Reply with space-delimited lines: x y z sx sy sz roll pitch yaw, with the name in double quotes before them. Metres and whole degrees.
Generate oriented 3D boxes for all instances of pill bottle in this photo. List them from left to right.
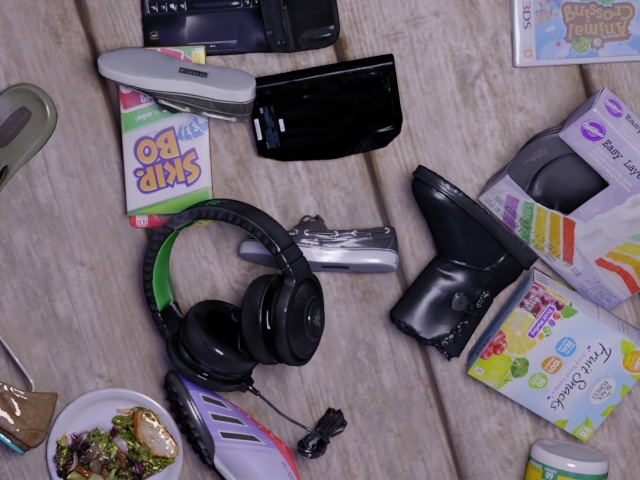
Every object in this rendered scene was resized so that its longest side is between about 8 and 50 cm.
"pill bottle" 0.344 0.405 1.799 0.118 0.117 0.208 10 97 -3

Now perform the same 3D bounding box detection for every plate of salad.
"plate of salad" -0.301 0.315 1.804 0.200 0.048 0.199 0 97 -2

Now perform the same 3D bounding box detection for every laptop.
"laptop" -0.139 -0.386 1.681 0.234 0.136 0.264 -3 97 -1

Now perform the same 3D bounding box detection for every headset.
"headset" -0.085 0.124 1.736 0.243 0.185 0.394 -24 94 30

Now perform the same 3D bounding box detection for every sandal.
"sandal" -0.489 -0.096 1.729 0.120 0.086 0.302 36 94 -5

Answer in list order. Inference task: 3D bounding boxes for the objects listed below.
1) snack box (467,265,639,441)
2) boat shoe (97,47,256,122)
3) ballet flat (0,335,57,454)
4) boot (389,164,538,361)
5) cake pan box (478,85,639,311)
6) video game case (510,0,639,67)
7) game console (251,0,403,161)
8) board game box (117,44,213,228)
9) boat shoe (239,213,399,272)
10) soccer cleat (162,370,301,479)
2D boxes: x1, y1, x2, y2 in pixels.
"snack box" 0.343 0.164 1.771 0.207 0.070 0.174 29 115 -6
"boat shoe" -0.198 -0.205 1.683 0.219 0.077 0.070 13 128 3
"ballet flat" -0.519 0.166 1.758 0.342 0.116 0.124 35 74 -6
"boot" 0.166 0.038 1.738 0.246 0.094 0.207 38 93 -30
"cake pan box" 0.386 -0.052 1.701 0.267 0.070 0.246 43 133 -7
"video game case" 0.376 -0.348 1.757 0.212 0.023 0.193 -3 97 -1
"game console" -0.009 -0.281 1.698 0.213 0.044 0.361 -10 115 -1
"board game box" -0.218 -0.144 1.752 0.124 0.039 0.259 -3 104 -2
"boat shoe" 0.000 0.000 1.766 0.229 0.080 0.076 3 74 2
"soccer cleat" -0.109 0.304 1.792 0.116 0.108 0.318 -36 96 -17
